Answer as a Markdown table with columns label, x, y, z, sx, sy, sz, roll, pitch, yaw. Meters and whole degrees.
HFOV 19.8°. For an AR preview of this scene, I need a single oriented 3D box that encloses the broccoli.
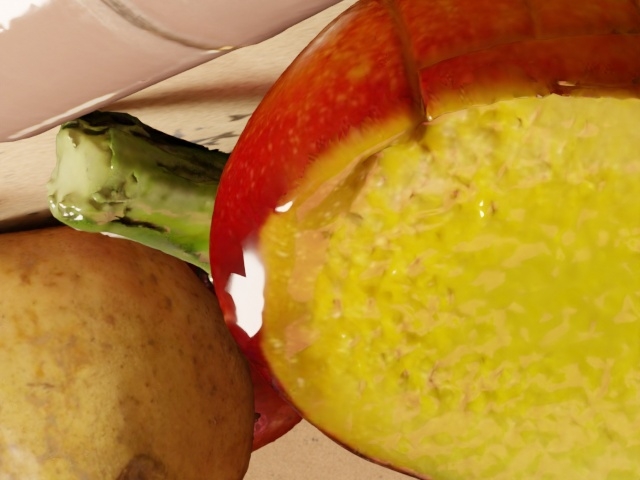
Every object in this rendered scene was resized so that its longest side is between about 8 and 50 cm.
| label | x | y | z | sx | sy | sz | roll | pitch | yaw |
| --- | --- | --- | --- | --- | --- | --- | --- | --- | --- |
| broccoli | -0.034 | -0.026 | 1.028 | 0.275 | 0.177 | 0.198 | 21 | -166 | -24 |

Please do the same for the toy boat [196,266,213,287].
| label | x | y | z | sx | sy | sz | roll | pitch | yaw |
| --- | --- | --- | --- | --- | --- | --- | --- | --- | --- |
| toy boat | 0.000 | 0.000 | 1.323 | 0.185 | 0.077 | 0.075 | -11 | 171 | -12 |

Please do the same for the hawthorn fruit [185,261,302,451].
| label | x | y | z | sx | sy | sz | roll | pitch | yaw |
| --- | --- | --- | --- | --- | --- | --- | --- | --- | --- |
| hawthorn fruit | -0.071 | 0.090 | 1.473 | 0.200 | 0.179 | 0.179 | -5 | 169 | -31 |

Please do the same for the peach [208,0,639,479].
| label | x | y | z | sx | sy | sz | roll | pitch | yaw |
| --- | --- | --- | --- | --- | --- | --- | --- | --- | --- |
| peach | 0.084 | -0.009 | 0.810 | 0.275 | 0.248 | 0.245 | 3 | -173 | -13 |

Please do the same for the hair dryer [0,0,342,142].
| label | x | y | z | sx | sy | sz | roll | pitch | yaw |
| --- | --- | --- | --- | --- | --- | --- | --- | --- | --- |
| hair dryer | 0.031 | -0.112 | 0.537 | 0.189 | 0.106 | 0.344 | -19 | 176 | 41 |

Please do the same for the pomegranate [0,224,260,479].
| label | x | y | z | sx | sy | sz | roll | pitch | yaw |
| --- | --- | --- | --- | --- | --- | --- | --- | --- | --- |
| pomegranate | -0.186 | 0.119 | 1.214 | 0.281 | 0.281 | 0.281 | -13 | 172 | -2 |
